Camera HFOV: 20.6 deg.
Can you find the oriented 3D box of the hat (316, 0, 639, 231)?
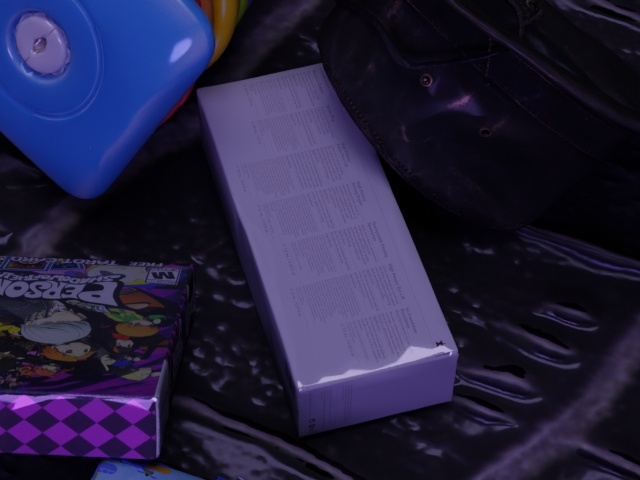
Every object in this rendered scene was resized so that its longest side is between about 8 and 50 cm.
[{"bbox_3d":[0.095,-0.094,1.096,0.331,0.331,0.134,44,104,27],"label":"hat"}]

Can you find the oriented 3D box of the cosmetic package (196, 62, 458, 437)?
[{"bbox_3d":[0.000,0.000,1.085,0.099,0.060,0.239,-13,54,-8],"label":"cosmetic package"}]

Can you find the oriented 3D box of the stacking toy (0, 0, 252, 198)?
[{"bbox_3d":[-0.098,-0.176,1.156,0.166,0.175,0.302,46,38,2],"label":"stacking toy"}]

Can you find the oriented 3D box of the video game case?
[{"bbox_3d":[-0.193,0.058,0.983,0.232,0.042,0.210,3,19,1],"label":"video game case"}]

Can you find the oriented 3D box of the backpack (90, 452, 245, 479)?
[{"bbox_3d":[-0.052,0.204,0.897,0.173,0.117,0.158,20,54,12],"label":"backpack"}]
